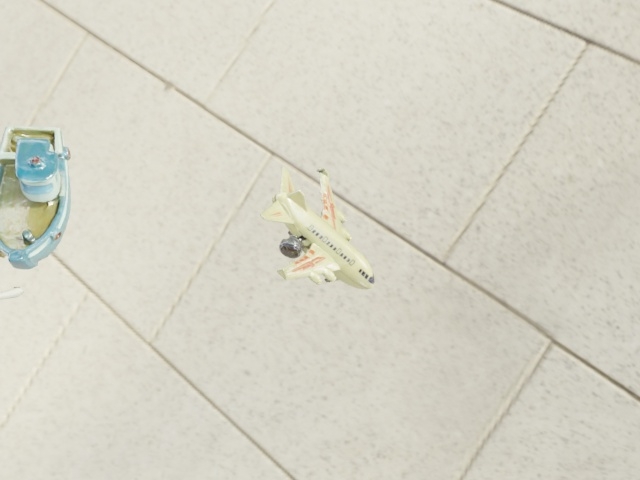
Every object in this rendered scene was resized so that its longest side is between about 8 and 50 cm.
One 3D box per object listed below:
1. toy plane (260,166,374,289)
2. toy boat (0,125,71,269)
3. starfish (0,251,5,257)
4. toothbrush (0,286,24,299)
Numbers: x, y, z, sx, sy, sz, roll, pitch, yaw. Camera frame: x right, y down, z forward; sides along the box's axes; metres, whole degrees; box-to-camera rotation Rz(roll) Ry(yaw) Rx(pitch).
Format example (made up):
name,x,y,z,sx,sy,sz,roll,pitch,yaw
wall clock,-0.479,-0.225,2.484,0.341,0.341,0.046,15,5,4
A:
name,x,y,z,sx,sy,sz,roll,pitch,yaw
toy plane,0.000,0.000,1.689,0.104,0.256,0.242,-13,39,34
toy boat,-0.339,-0.063,1.154,0.088,0.102,0.215,0,57,-6
starfish,-0.670,-0.033,1.882,0.074,0.189,0.146,117,156,-43
toothbrush,-0.492,0.082,1.448,0.017,0.204,0.022,-43,81,13
